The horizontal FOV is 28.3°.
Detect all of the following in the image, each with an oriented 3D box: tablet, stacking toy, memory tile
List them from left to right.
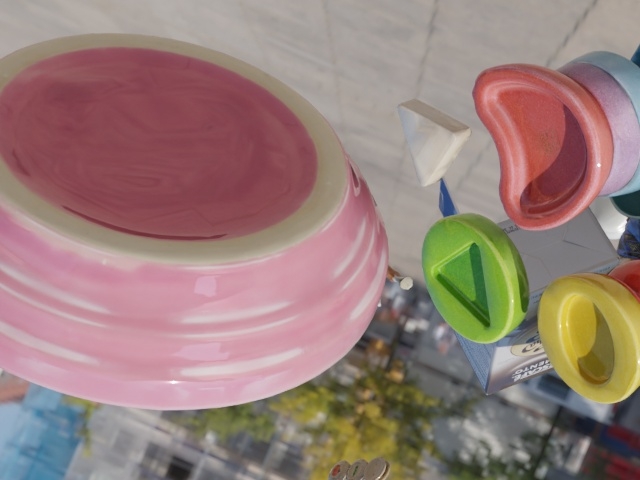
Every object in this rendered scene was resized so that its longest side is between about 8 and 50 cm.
[{"bbox_3d":[0.028,0.343,1.617,0.012,0.148,0.113,42,147,-27],"label":"memory tile"},{"bbox_3d":[0.155,-0.035,1.513,0.006,0.054,0.083,-7,-138,-8],"label":"tablet"},{"bbox_3d":[0.221,-0.028,1.194,0.130,0.309,0.279,-21,-162,-31],"label":"stacking toy"}]

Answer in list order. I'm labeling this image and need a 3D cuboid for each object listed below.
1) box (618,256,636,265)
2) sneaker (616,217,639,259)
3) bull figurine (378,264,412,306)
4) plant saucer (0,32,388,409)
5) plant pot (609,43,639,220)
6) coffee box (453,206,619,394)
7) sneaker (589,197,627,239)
[{"bbox_3d":[0.433,0.065,1.729,0.081,0.028,0.136,61,175,-6],"label":"box"},{"bbox_3d":[0.500,0.050,1.803,0.083,0.087,0.221,11,-152,-33],"label":"sneaker"},{"bbox_3d":[0.000,0.000,1.945,0.310,0.101,0.188,32,-175,-33],"label":"bull figurine"},{"bbox_3d":[-0.111,-0.036,0.830,0.332,0.084,0.332,10,-141,-8],"label":"plant saucer"},{"bbox_3d":[0.529,-0.146,1.663,0.195,0.290,0.290,14,180,-15],"label":"plant pot"},{"bbox_3d":[0.291,0.082,1.756,0.297,0.168,0.119,86,161,-60],"label":"coffee box"},{"bbox_3d":[0.483,-0.148,1.967,0.106,0.290,0.123,23,178,34],"label":"sneaker"}]
